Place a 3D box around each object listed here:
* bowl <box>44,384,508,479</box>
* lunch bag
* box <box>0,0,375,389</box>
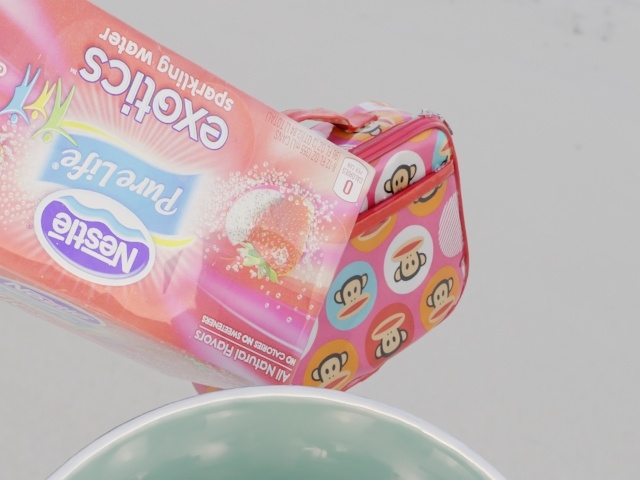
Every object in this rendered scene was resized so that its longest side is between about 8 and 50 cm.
[{"bbox_3d":[-0.026,0.236,0.803,0.312,0.311,0.163,11,-13,-4],"label":"bowl"},{"bbox_3d":[0.000,0.000,1.433,0.293,0.258,0.120,-31,38,-34],"label":"lunch bag"},{"bbox_3d":[-0.141,-0.036,0.892,0.300,0.154,0.142,29,-14,-32],"label":"box"}]
